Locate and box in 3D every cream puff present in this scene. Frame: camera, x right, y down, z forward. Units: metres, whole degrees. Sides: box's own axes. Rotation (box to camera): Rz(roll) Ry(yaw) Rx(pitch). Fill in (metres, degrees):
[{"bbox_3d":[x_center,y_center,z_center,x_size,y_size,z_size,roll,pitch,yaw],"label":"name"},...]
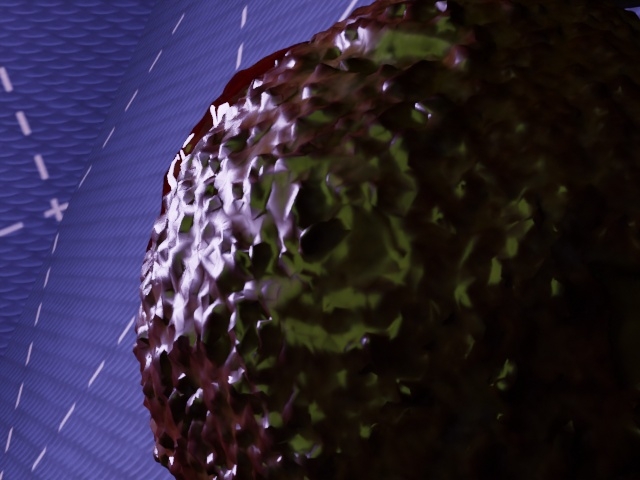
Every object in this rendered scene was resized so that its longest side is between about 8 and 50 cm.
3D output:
[{"bbox_3d":[0.047,0.018,0.650,0.350,0.228,0.350,-34,40,33],"label":"cream puff"}]

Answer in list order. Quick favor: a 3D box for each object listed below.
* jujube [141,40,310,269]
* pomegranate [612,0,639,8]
[{"bbox_3d":[0.000,0.000,0.925,0.213,0.213,0.232,-91,24,-52],"label":"jujube"},{"bbox_3d":[0.150,-0.268,0.734,0.342,0.342,0.342,-53,22,33],"label":"pomegranate"}]
